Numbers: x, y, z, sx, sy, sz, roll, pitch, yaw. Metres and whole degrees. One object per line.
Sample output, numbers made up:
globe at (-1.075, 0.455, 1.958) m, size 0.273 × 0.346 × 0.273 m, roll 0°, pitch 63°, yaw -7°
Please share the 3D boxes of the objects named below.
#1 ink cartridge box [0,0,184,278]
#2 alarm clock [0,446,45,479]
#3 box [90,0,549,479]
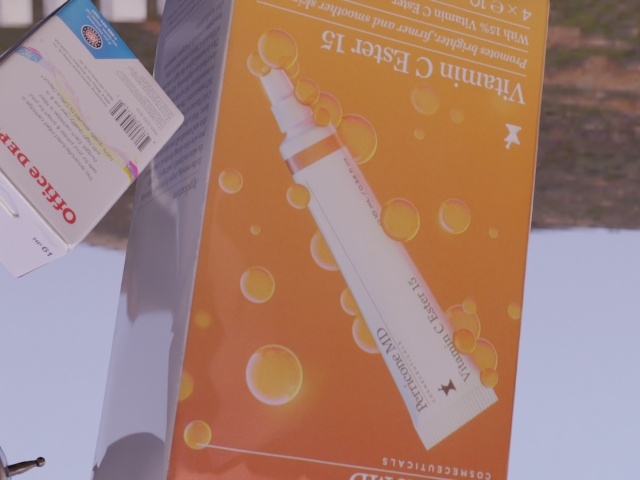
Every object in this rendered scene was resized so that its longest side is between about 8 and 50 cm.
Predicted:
ink cartridge box at (-0.137, -0.054, 0.641) m, size 0.052 × 0.088 × 0.122 m, roll -23°, pitch -157°, yaw 38°
alarm clock at (-0.303, 0.175, 0.887) m, size 0.192 × 0.129 × 0.064 m, roll 19°, pitch 173°, yaw -6°
box at (0.000, 0.000, 0.806) m, size 0.215 × 0.345 × 0.168 m, roll 11°, pitch 167°, yaw -22°
